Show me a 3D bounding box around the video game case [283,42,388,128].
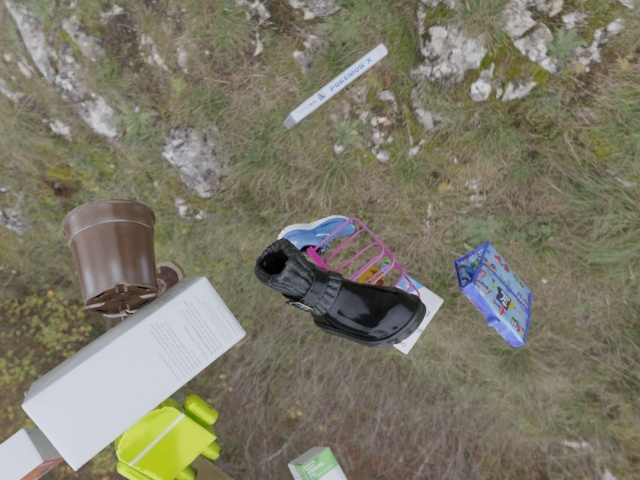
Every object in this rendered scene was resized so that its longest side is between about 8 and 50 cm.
[{"bbox_3d":[0.026,-0.431,1.367,0.300,0.329,0.036,-38,103,0],"label":"video game case"}]

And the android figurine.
[{"bbox_3d":[-0.370,0.478,1.137,0.248,0.056,0.273,-44,120,-6],"label":"android figurine"}]

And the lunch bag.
[{"bbox_3d":[0.493,0.166,1.370,0.138,0.293,0.221,-39,94,29],"label":"lunch bag"}]

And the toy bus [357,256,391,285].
[{"bbox_3d":[0.196,0.144,1.835,0.104,0.202,0.191,21,84,8],"label":"toy bus"}]

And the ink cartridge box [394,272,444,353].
[{"bbox_3d":[0.306,0.264,1.717,0.171,0.168,0.233,36,89,14],"label":"ink cartridge box"}]

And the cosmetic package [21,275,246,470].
[{"bbox_3d":[-0.355,0.230,0.926,0.155,0.365,0.197,57,158,-12],"label":"cosmetic package"}]

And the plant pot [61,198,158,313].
[{"bbox_3d":[-0.376,0.037,0.876,0.167,0.167,0.165,-34,64,29],"label":"plant pot"}]

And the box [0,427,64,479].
[{"bbox_3d":[-0.695,0.515,1.073,0.091,0.170,0.130,50,166,13],"label":"box"}]

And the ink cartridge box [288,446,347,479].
[{"bbox_3d":[0.026,0.814,1.516,0.273,0.114,0.198,59,154,12],"label":"ink cartridge box"}]

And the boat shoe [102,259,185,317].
[{"bbox_3d":[-0.580,0.171,1.470,0.342,0.123,0.123,-22,107,21],"label":"boat shoe"}]

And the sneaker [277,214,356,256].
[{"bbox_3d":[0.000,0.000,1.883,0.147,0.330,0.130,65,154,20],"label":"sneaker"}]

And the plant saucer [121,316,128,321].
[{"bbox_3d":[-0.580,0.234,1.652,0.277,0.041,0.278,-5,78,27],"label":"plant saucer"}]

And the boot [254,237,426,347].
[{"bbox_3d":[0.027,0.106,1.027,0.348,0.131,0.260,-9,132,48],"label":"boot"}]

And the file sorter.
[{"bbox_3d":[0.139,0.101,1.398,0.182,0.202,0.291,-40,134,3],"label":"file sorter"}]

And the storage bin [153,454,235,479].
[{"bbox_3d":[-0.353,0.714,1.253,0.260,0.262,0.123,17,94,33],"label":"storage bin"}]
